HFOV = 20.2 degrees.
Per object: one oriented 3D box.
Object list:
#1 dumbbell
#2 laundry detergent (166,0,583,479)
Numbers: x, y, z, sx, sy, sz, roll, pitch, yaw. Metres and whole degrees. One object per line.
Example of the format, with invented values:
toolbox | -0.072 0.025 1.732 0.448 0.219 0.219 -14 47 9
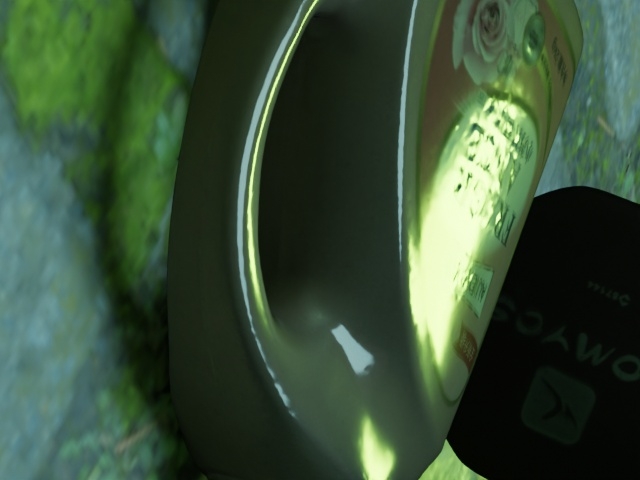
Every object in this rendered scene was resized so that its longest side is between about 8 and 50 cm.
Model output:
dumbbell | 0.147 0.051 0.779 0.225 0.140 0.124 9 103 -63
laundry detergent | 0.000 0.000 0.544 0.171 0.076 0.237 46 62 -58
